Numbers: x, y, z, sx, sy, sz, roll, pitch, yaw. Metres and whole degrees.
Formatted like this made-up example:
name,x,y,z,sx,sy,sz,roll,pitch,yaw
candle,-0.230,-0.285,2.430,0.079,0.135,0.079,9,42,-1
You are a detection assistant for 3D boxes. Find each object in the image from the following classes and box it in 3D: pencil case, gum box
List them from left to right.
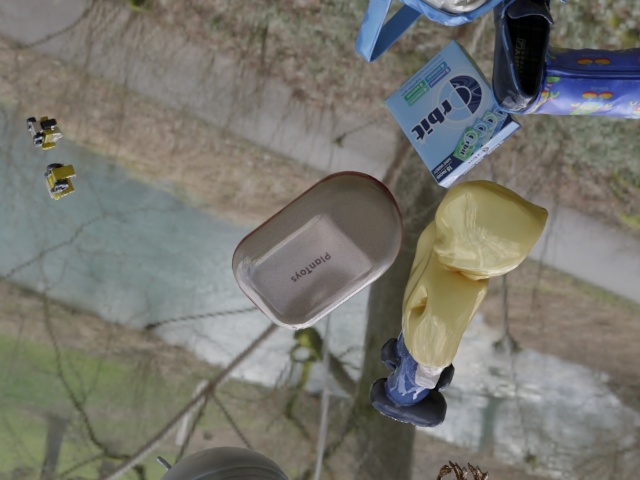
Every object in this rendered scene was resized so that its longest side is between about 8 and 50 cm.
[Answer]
name,x,y,z,sx,sy,sz,roll,pitch,yaw
gum box,0.211,-0.204,1.638,0.157,0.184,0.041,-40,153,21
pencil case,0.444,-0.254,1.595,0.306,0.119,0.133,-1,172,-16

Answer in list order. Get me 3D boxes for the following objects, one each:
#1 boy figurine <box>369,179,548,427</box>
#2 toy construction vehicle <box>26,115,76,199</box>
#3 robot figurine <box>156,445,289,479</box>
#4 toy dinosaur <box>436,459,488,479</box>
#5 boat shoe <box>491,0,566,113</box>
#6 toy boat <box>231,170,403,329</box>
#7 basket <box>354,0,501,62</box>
name,x,y,z,sx,sy,sz,roll,pitch,yaw
boy figurine,0.123,0.046,0.942,0.092,0.177,0.285,20,133,0
toy construction vehicle,-0.277,-0.087,1.066,0.035,0.086,0.098,-21,174,-18
robot figurine,-0.104,0.399,1.246,0.299,0.353,0.200,20,117,-36
toy dinosaur,0.156,0.327,1.218,0.064,0.112,0.211,16,148,40
boat shoe,0.303,-0.313,1.449,0.109,0.258,0.089,-2,177,-13
toy boat,0.000,0.000,1.340,0.231,0.151,0.151,-36,107,16
basket,0.141,-0.341,1.119,0.201,0.255,0.289,41,165,5
